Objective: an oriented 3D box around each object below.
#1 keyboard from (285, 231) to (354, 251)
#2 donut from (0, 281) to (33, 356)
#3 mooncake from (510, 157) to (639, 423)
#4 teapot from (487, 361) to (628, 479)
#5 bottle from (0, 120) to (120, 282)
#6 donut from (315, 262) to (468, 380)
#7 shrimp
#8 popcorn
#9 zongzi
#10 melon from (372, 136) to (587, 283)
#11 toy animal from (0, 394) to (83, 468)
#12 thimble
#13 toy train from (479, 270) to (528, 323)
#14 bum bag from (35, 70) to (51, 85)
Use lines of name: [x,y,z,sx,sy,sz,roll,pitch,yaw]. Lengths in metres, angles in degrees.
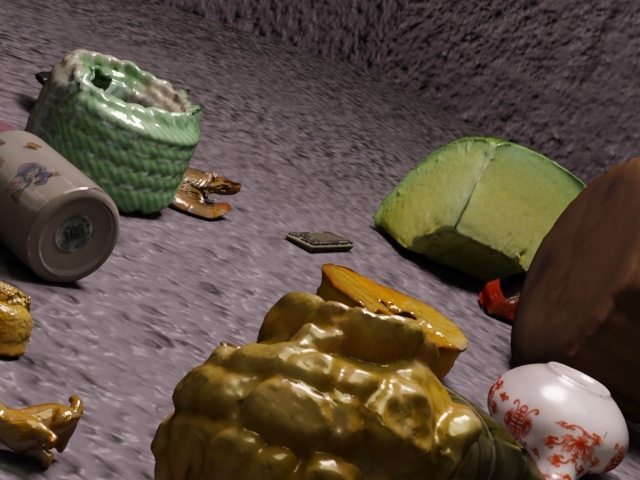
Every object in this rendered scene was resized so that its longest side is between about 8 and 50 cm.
keyboard: [0.000,0.000,2.136,0.049,0.015,0.129,30,14,24]
donut: [-0.294,0.060,1.313,0.097,0.043,0.108,19,9,-23]
mooncake: [0.392,0.068,1.902,0.187,0.324,0.324,28,12,-14]
teapot: [0.260,0.193,1.664,0.159,0.116,0.245,14,6,4]
bottle: [-0.311,-0.052,1.576,0.110,0.110,0.233,11,19,-46]
donut: [0.071,0.102,1.731,0.190,0.074,0.174,21,11,-32]
shrimp: [-0.154,-0.065,2.047,0.162,0.045,0.095,0,27,-46]
popcorn: [-0.002,0.148,1.066,0.190,0.250,0.250,40,18,21]
zongzi: [0.103,0.173,1.454,0.205,0.094,0.204,34,12,38]
melon: [0.299,0.009,2.319,0.344,0.331,0.226,26,48,-26]
toy animal: [-0.225,0.128,1.124,0.083,0.060,0.081,26,52,5]
thimble: [-0.264,-0.139,1.904,0.219,0.150,0.219,23,17,-8]
toy train: [0.433,0.136,2.214,0.409,0.089,0.086,23,18,-7]
bum bag: [-0.306,-0.180,2.216,0.248,0.060,0.123,22,14,-16]
